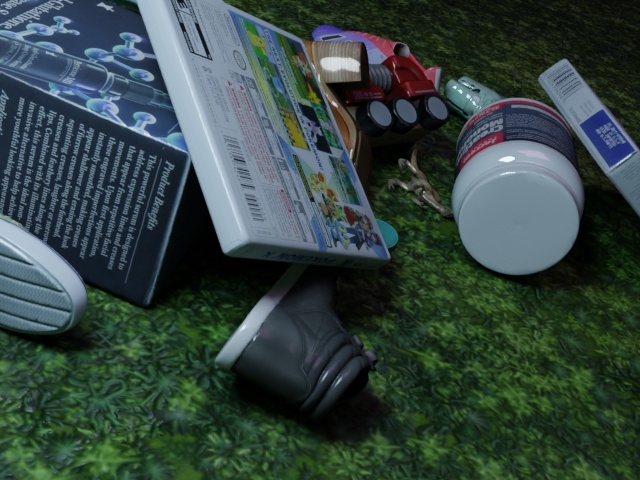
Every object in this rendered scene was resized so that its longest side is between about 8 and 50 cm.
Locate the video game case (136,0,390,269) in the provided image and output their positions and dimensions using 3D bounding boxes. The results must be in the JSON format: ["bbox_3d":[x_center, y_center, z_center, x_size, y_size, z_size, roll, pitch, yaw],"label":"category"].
[{"bbox_3d":[-0.059,-0.125,1.048,0.300,0.036,0.329,8,56,-58],"label":"video game case"}]

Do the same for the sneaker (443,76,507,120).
[{"bbox_3d":[0.289,-0.232,1.717,0.151,0.094,0.256,28,21,0],"label":"sneaker"}]

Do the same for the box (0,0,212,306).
[{"bbox_3d":[-0.302,-0.145,1.109,0.395,0.212,0.293,24,30,2],"label":"box"}]

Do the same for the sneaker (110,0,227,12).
[{"bbox_3d":[-0.213,-0.346,1.589,0.366,0.150,0.135,41,-1,-1],"label":"sneaker"}]

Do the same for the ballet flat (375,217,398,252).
[{"bbox_3d":[0.000,0.000,1.206,0.203,0.074,0.074,3,35,-24],"label":"ballet flat"}]

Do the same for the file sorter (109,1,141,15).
[{"bbox_3d":[-0.322,-0.467,1.688,0.170,0.118,0.104,-4,43,-36],"label":"file sorter"}]

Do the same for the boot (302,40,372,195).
[{"bbox_3d":[-0.040,-0.160,1.372,0.220,0.283,0.109,-3,-6,17],"label":"boot"}]

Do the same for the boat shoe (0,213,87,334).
[{"bbox_3d":[-0.361,-0.003,0.956,0.302,0.109,0.094,25,29,11],"label":"boat shoe"}]

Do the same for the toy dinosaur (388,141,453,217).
[{"bbox_3d":[0.155,-0.094,1.483,0.092,0.053,0.183,18,35,-37],"label":"toy dinosaur"}]

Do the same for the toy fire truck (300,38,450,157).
[{"bbox_3d":[0.060,-0.260,1.532,0.217,0.158,0.246,-13,75,-43],"label":"toy fire truck"}]

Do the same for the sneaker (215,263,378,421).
[{"bbox_3d":[-0.002,0.102,1.036,0.147,0.104,0.296,38,25,0],"label":"sneaker"}]

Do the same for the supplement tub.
[{"bbox_3d":[0.298,-0.088,1.408,0.191,0.191,0.272,21,31,-2],"label":"supplement tub"}]

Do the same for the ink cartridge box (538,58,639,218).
[{"bbox_3d":[0.518,-0.112,1.545,0.330,0.071,0.324,41,20,-31],"label":"ink cartridge box"}]

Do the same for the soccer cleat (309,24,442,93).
[{"bbox_3d":[0.106,-0.348,1.762,0.108,0.116,0.318,-13,45,-43],"label":"soccer cleat"}]
